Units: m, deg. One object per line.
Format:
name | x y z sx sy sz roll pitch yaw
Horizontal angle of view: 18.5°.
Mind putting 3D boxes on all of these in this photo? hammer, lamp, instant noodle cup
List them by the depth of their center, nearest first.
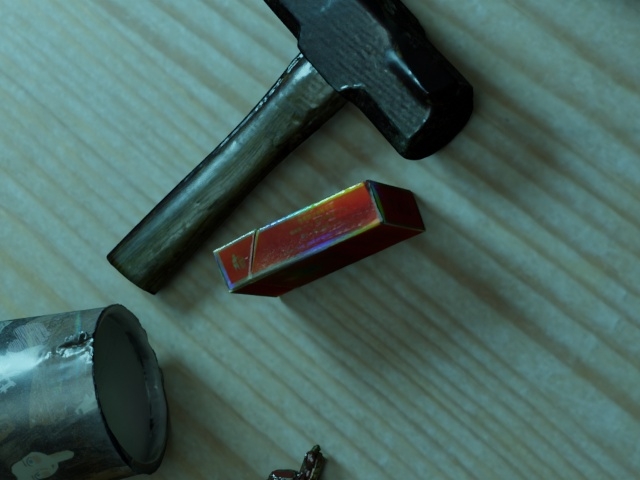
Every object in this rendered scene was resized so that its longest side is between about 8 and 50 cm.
lamp | -0.027 0.242 1.917 0.083 0.031 0.063 -25 76 26
hammer | -0.062 -0.090 1.923 0.409 0.095 0.242 -44 71 18
instant noodle cup | -0.278 0.166 1.945 0.207 0.217 0.217 -13 82 16

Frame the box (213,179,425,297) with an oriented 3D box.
box | -0.001 -0.001 1.876 0.175 0.112 0.048 -24 77 20
